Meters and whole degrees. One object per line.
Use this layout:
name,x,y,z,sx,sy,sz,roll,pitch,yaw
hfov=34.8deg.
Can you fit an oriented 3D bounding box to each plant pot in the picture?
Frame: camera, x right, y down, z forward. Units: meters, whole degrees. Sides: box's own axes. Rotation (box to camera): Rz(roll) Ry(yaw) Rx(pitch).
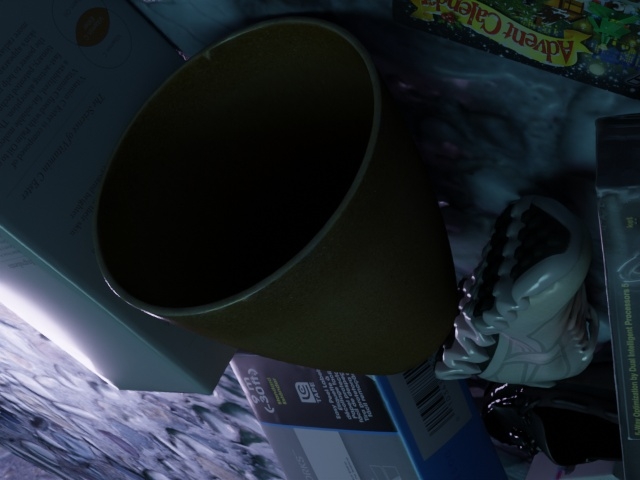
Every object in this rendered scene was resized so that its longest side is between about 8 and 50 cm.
plant pot,0.000,0.000,0.783,0.237,0.237,0.254,6,156,37

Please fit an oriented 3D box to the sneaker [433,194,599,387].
sneaker,0.174,0.053,0.819,0.118,0.110,0.292,19,160,3

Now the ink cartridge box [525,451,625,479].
ink cartridge box,0.293,0.255,1.079,0.104,0.061,0.181,36,153,-12

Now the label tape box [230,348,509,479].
label tape box,0.016,0.205,1.115,0.348,0.115,0.249,-9,110,49

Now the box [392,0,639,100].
box,0.153,-0.151,0.541,0.233,0.044,0.159,21,151,16

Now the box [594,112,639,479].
box,0.291,0.066,0.580,0.242,0.076,0.307,-5,125,18

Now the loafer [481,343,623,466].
loafer,0.235,0.164,0.943,0.109,0.095,0.302,36,152,-13

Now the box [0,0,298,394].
box,-0.200,-0.054,0.857,0.345,0.215,0.168,45,149,-26
